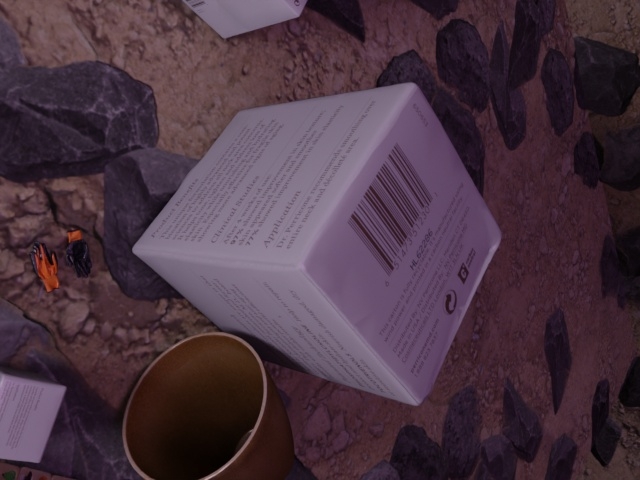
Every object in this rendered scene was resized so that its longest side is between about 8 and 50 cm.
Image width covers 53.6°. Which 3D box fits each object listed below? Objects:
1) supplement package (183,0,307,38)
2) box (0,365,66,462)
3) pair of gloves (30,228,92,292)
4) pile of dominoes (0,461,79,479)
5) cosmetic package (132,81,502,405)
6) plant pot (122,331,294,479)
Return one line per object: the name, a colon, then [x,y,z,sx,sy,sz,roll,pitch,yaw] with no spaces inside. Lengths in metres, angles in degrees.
supplement package: [-0.110,-0.494,0.978,0.199,0.198,0.262,37,69,-39]
box: [-0.402,0.221,0.820,0.087,0.102,0.101,26,75,-41]
pair of gloves: [-0.368,0.027,0.902,0.083,0.010,0.074,-26,110,-43]
pile of dominoes: [-0.410,0.384,0.795,0.251,0.040,0.195,49,46,-53]
cosmetic package: [0.000,0.000,0.991,0.327,0.394,0.329,50,60,-34]
plant pot: [-0.141,0.310,1.019,0.237,0.237,0.254,-60,143,-23]
